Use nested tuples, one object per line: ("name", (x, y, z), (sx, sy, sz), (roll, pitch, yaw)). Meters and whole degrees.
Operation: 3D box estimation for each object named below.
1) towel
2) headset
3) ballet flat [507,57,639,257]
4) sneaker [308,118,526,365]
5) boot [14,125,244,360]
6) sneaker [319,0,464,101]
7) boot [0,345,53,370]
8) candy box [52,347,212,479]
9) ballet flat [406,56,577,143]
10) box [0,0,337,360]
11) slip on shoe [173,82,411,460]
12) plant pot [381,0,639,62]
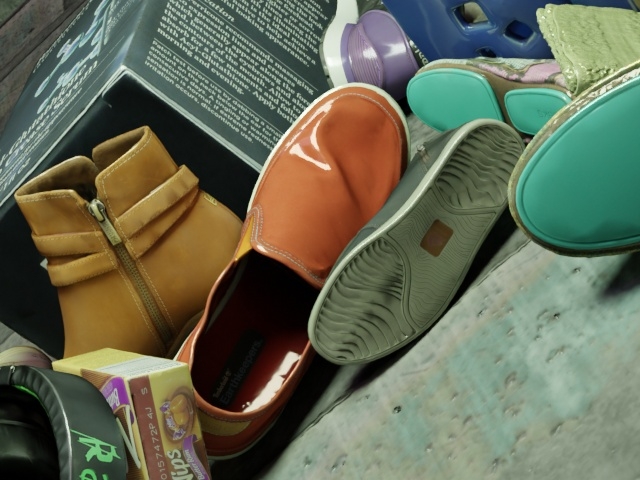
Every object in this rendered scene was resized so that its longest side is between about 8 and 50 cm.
("towel", (0.222, -0.140, 1.356), (0.148, 0.110, 0.027), (-98, 12, -63))
("headset", (-0.250, 0.233, 1.436), (0.394, 0.185, 0.243), (-14, 67, 50))
("ballet flat", (0.280, -0.101, 1.179), (0.348, 0.123, 0.123), (-35, 24, 25))
("sneaker", (0.069, 0.003, 1.409), (0.222, 0.083, 0.118), (-49, 9, -5))
("boot", (-0.189, 0.051, 1.512), (0.283, 0.220, 0.109), (-28, 28, 15))
("sneaker", (0.083, -0.218, 1.750), (0.124, 0.107, 0.283), (-19, 33, 18))
("boot", (-0.335, 0.210, 1.685), (0.262, 0.095, 0.203), (-42, 13, -9))
("candy box", (-0.144, 0.144, 1.393), (0.053, 0.109, 0.187), (-13, 6, -23))
("ballet flat", (0.162, -0.116, 1.451), (0.079, 0.077, 0.221), (-31, 21, -28))
("box", (-0.151, -0.106, 1.725), (0.293, 0.212, 0.395), (-44, 19, 29))
("slip on shoe", (-0.019, 0.018, 1.430), (0.331, 0.123, 0.101), (-61, 1, -18))
("plant pot", (0.175, -0.284, 1.504), (0.212, 0.236, 0.236), (-6, 43, 49))
